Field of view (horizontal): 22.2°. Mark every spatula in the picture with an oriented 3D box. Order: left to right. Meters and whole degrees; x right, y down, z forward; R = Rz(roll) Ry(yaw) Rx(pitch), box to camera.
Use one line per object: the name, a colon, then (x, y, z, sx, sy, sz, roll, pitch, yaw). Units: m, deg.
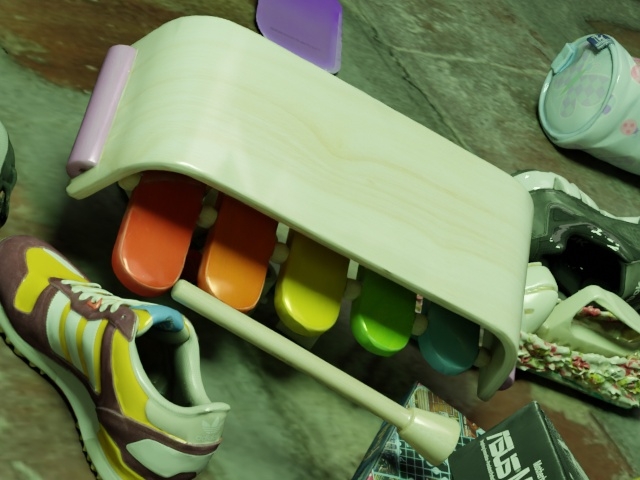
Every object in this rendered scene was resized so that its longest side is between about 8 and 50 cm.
spatula: (-0.025, -0.250, 1.483, 0.084, 0.030, 0.296, 22, 31, -20)

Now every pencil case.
pencil case: (0.342, -0.106, 1.589, 0.273, 0.113, 0.124, 21, 17, -26)

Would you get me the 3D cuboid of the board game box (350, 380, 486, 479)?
board game box: (0.080, 0.193, 0.913, 0.165, 0.042, 0.243, 37, 28, 1)

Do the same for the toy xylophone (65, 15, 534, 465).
toy xylophone: (0.000, 0.000, 0.967, 0.322, 0.081, 0.236, 34, 49, -14)

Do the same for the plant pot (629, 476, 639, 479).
plant pot: (0.189, 0.145, 0.703, 0.134, 0.095, 0.134, 55, 7, -11)

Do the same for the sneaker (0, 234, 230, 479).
sneaker: (-0.110, 0.050, 0.875, 0.069, 0.084, 0.185, -5, 48, -51)

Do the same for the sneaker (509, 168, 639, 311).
sneaker: (0.250, 0.023, 1.333, 0.234, 0.078, 0.106, 19, 35, -22)

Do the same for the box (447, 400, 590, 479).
box: (0.163, 0.229, 0.773, 0.270, 0.060, 0.216, 56, 8, -11)

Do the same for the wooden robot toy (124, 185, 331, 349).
wooden robot toy: (-0.052, -0.012, 1.039, 0.173, 0.079, 0.076, 43, 29, 14)

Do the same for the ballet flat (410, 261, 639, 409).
ballet flat: (0.164, 0.056, 1.180, 0.241, 0.077, 0.091, 18, 34, -30)

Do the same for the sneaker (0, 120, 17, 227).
sneaker: (-0.204, -0.025, 0.874, 0.108, 0.100, 0.271, 21, 31, -36)
